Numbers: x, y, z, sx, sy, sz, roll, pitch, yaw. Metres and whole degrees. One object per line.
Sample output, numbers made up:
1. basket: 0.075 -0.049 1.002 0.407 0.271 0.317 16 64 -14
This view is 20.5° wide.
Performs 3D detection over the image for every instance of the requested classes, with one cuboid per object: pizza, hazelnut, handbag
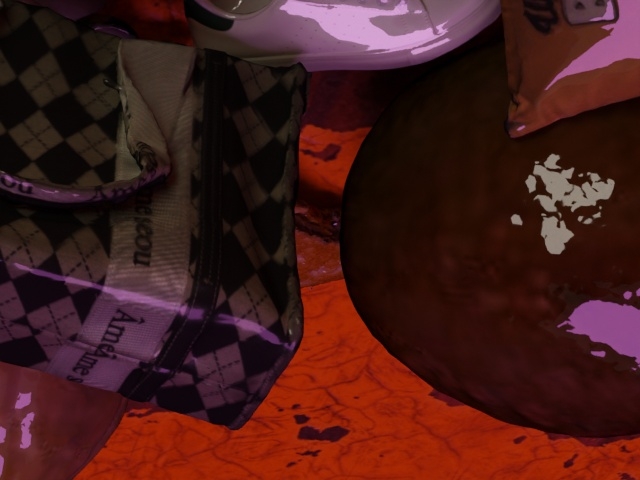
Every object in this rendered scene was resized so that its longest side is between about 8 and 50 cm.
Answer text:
1. pizza: 0.000 0.000 1.723 0.199 0.062 0.188 3 156 -21
2. hazelnut: 0.233 -0.015 1.505 0.421 0.353 0.421 -24 180 0
3. handbag: -0.211 -0.070 1.301 0.416 0.317 0.180 18 140 -19

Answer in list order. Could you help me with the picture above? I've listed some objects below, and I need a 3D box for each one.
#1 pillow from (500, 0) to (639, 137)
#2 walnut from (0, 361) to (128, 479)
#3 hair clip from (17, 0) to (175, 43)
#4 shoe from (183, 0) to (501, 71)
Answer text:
1. pillow: 0.262 -0.250 1.276 0.312 0.119 0.310 -10 107 8
2. walnut: -0.322 0.052 1.497 0.381 0.381 0.381 -3 144 -2
3. hair clip: -0.211 -0.159 1.469 0.146 0.075 0.257 -20 135 30
4. shoe: 0.012 -0.198 1.419 0.265 0.095 0.110 -12 143 13
